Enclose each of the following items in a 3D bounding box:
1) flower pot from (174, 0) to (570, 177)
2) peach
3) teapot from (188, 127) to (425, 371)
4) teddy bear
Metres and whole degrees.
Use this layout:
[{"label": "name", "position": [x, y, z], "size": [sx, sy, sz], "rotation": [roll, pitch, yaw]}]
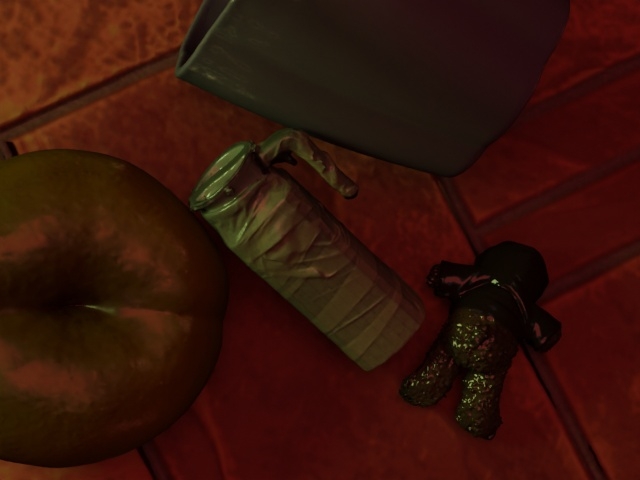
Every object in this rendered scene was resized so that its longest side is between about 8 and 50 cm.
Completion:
[{"label": "flower pot", "position": [0.052, -0.189, 1.274], "size": [0.243, 0.265, 0.265], "rotation": [27, 79, -11]}, {"label": "peach", "position": [-0.193, 0.052, 1.251], "size": [0.251, 0.153, 0.251], "rotation": [0, 85, -3]}, {"label": "teapot", "position": [0.000, 0.000, 1.268], "size": [0.107, 0.077, 0.200], "rotation": [-43, 112, 12]}, {"label": "teddy bear", "position": [0.132, 0.071, 1.312], "size": [0.119, 0.078, 0.160], "rotation": [26, 80, 3]}]
